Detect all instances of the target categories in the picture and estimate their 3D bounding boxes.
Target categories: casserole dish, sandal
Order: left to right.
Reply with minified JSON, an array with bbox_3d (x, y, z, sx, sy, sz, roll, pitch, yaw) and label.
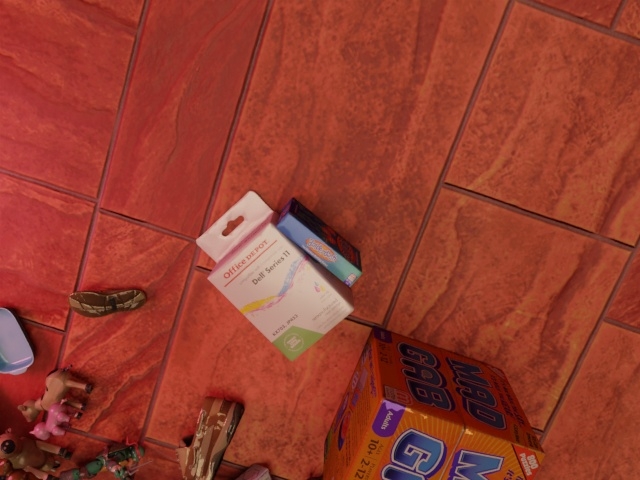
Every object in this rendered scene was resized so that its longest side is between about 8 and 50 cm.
[{"bbox_3d":[-0.782,0.244,1.624,0.114,0.037,0.188,-18,104,7],"label":"casserole dish"},{"bbox_3d":[-0.517,0.144,1.586,0.180,0.049,0.072,-6,112,-12],"label":"sandal"}]

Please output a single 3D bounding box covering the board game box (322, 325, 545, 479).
[{"bbox_3d":[0.229,0.474,1.497,0.356,0.356,0.356,19,106,-4],"label":"board game box"}]

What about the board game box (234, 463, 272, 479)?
[{"bbox_3d":[-0.214,0.795,1.647,0.066,0.318,0.319,-2,111,47],"label":"board game box"}]

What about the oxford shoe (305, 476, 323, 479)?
[{"bbox_3d":[0.124,0.705,1.682,0.348,0.123,0.130,8,92,10],"label":"oxford shoe"}]

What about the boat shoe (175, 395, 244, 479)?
[{"bbox_3d":[-0.304,0.537,1.663,0.119,0.122,0.324,24,97,0],"label":"boat shoe"}]

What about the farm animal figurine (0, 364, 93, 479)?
[{"bbox_3d":[-0.712,0.499,1.606,0.172,0.330,0.327,21,136,-3],"label":"farm animal figurine"}]

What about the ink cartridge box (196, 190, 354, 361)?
[{"bbox_3d":[-0.113,0.081,1.516,0.207,0.119,0.353,-42,101,12],"label":"ink cartridge box"}]

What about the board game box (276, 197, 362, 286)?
[{"bbox_3d":[0.000,0.000,1.469,0.210,0.160,0.047,39,103,-10],"label":"board game box"}]

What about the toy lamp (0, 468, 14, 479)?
[{"bbox_3d":[-0.851,0.490,1.676,0.080,0.080,0.275,-14,106,6],"label":"toy lamp"}]

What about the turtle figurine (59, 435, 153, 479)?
[{"bbox_3d":[-0.535,0.584,1.679,0.234,0.118,0.175,-15,147,-6],"label":"turtle figurine"}]
